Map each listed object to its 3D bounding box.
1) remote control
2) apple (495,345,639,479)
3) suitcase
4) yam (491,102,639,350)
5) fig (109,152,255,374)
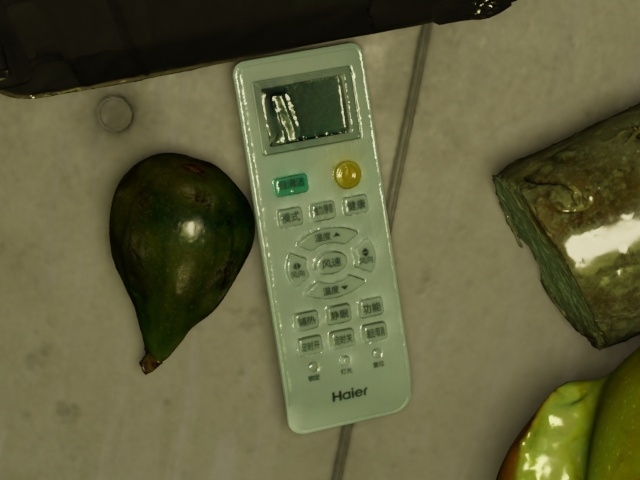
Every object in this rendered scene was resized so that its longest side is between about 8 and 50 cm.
[{"bbox_3d":[0.000,0.000,1.468,0.103,0.051,0.293,-11,102,-15],"label":"remote control"},{"bbox_3d":[0.290,0.227,1.380,0.374,0.374,0.384,-23,117,3],"label":"apple"},{"bbox_3d":[-0.067,-0.246,1.288,0.434,0.283,0.194,-13,65,2],"label":"suitcase"},{"bbox_3d":[0.293,-0.044,1.419,0.304,0.168,0.168,-26,102,5],"label":"yam"},{"bbox_3d":[-0.107,0.021,1.448,0.117,0.117,0.177,4,121,-3],"label":"fig"}]
